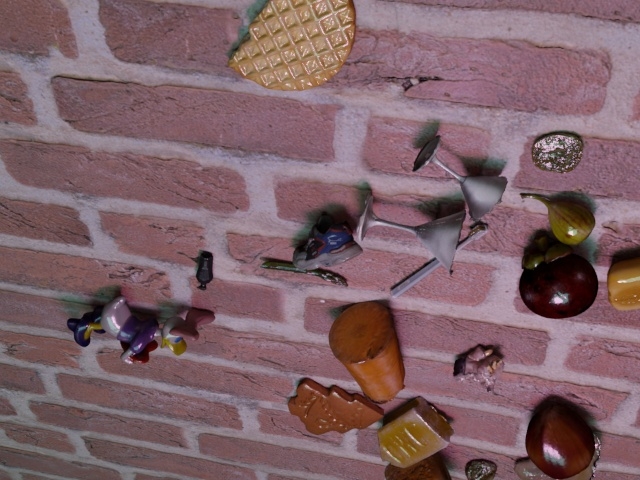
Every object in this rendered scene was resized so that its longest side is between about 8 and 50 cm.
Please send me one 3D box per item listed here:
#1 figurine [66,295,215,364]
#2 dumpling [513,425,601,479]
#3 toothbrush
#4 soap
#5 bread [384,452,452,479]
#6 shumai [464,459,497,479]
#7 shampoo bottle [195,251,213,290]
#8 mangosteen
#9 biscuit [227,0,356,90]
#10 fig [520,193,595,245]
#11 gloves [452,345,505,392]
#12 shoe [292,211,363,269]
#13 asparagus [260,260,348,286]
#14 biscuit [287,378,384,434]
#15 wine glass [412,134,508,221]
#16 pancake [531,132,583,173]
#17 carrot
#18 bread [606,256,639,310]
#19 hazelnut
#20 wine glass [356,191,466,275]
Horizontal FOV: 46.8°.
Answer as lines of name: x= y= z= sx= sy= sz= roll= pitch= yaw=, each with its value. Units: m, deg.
figurine: x=-0.523 y=0.251 z=2.152 sx=0.420 sy=0.154 sz=0.193 roll=11 pitch=117 yaw=12
dumpling: x=0.745 y=0.676 z=2.233 sx=0.166 sy=0.086 sz=0.332 roll=52 pitch=133 yaw=11
toothbrush: x=0.284 y=0.057 z=1.815 sx=0.030 sy=0.025 sz=0.342 roll=4 pitch=147 yaw=-38
soap: x=0.272 y=0.602 z=2.279 sx=0.160 sy=0.080 sz=0.257 roll=44 pitch=130 yaw=-1
bread: x=0.326 y=0.786 z=2.349 sx=0.195 sy=0.246 sz=0.176 roll=-33 pitch=117 yaw=8
shumai: x=0.514 y=0.772 z=2.387 sx=0.098 sy=0.087 sz=0.124 roll=12 pitch=133 yaw=6
shampoo bottle: x=-0.315 y=0.086 z=2.014 sx=0.048 sy=0.027 sz=0.137 roll=9 pitch=135 yaw=-5
mangosteen: x=0.534 y=0.082 z=1.683 sx=0.199 sy=0.200 sz=0.200 roll=8 pitch=134 yaw=8
biscuit: x=-0.041 y=-0.401 z=1.466 sx=0.204 sy=0.040 sz=0.309 roll=32 pitch=133 yaw=-15
fig: x=0.516 y=-0.053 z=1.605 sx=0.166 sy=0.093 sz=0.093 roll=28 pitch=134 yaw=-10
gloves: x=0.433 y=0.351 z=2.007 sx=0.144 sy=0.110 sz=0.094 roll=8 pitch=151 yaw=51
shoe: x=0.001 y=0.000 z=1.792 sx=0.227 sy=0.099 sz=0.126 roll=-8 pitch=104 yaw=48
asparagus: x=-0.040 y=0.082 z=1.932 sx=0.236 sy=0.027 sz=0.034 roll=12 pitch=114 yaw=3
biscuit: x=0.047 y=0.537 z=2.327 sx=0.306 sy=0.043 sz=0.284 roll=1 pitch=133 yaw=15
wine glass: x=0.294 y=-0.138 z=1.574 sx=0.183 sy=0.122 sz=0.122 roll=35 pitch=132 yaw=-13
pancake: x=0.491 y=-0.182 z=1.538 sx=0.108 sy=0.017 sz=0.108 roll=9 pitch=131 yaw=10
carrot: x=0.152 y=0.313 z=2.002 sx=0.195 sy=0.196 sz=0.254 roll=-9 pitch=137 yaw=23
bread: x=0.737 y=0.088 z=1.677 sx=0.173 sy=0.085 sz=0.134 roll=-12 pitch=131 yaw=24
hazelnut: x=0.665 y=0.552 z=2.072 sx=0.208 sy=0.208 sz=0.208 roll=8 pitch=134 yaw=8
wine glass: x=0.205 y=-0.025 z=1.686 sx=0.232 sy=0.156 sz=0.156 roll=14 pitch=135 yaw=10
